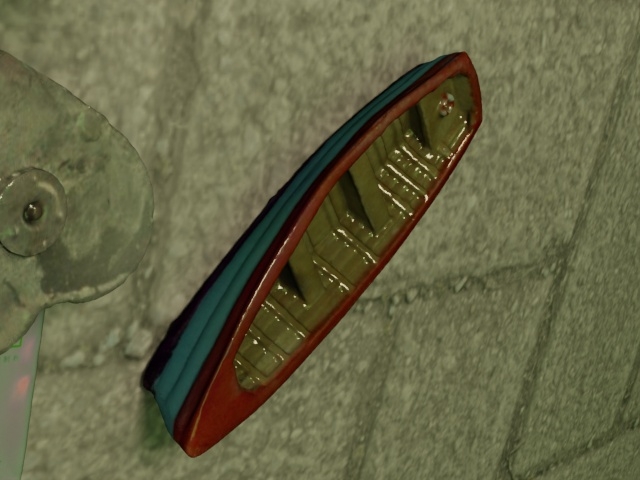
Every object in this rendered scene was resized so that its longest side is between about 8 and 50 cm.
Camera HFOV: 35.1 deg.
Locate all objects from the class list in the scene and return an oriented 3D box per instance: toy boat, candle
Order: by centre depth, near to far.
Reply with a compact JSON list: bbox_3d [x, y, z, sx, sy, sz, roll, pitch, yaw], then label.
[{"bbox_3d":[-0.182,-0.027,0.570,0.192,0.068,0.169,-36,127,-47],"label":"candle"},{"bbox_3d":[0.000,0.000,0.804,0.392,0.079,0.136,-49,142,-20],"label":"toy boat"}]

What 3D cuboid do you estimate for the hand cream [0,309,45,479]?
[{"bbox_3d":[-0.221,0.115,0.649,0.079,0.050,0.275,-31,134,-73],"label":"hand cream"}]
